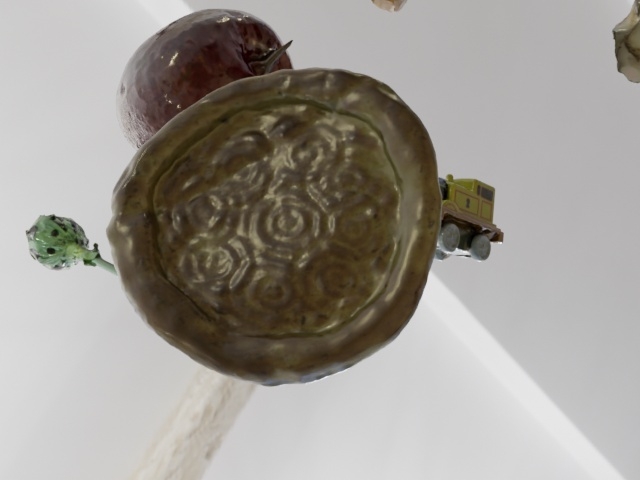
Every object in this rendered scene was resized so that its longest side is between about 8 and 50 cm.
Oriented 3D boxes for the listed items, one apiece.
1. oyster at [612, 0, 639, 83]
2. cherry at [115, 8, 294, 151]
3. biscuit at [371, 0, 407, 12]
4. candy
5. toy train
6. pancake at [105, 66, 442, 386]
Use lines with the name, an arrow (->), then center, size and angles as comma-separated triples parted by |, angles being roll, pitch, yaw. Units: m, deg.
oyster -> 0.566, -0.339, 1.325 | 0.100, 0.271, 0.275 | 27, -136, -54
cherry -> -0.163, -0.201, 1.210 | 0.203, 0.300, 0.230 | 52, -140, -20
biscuit -> 0.123, -0.433, 0.962 | 0.275, 0.052, 0.354 | 61, -132, -69
candy -> -0.331, 0.025, 1.270 | 0.091, 0.306, 0.083 | 42, -106, -42
toy train -> 0.190, -0.037, 1.302 | 0.219, 0.089, 0.127 | 16, -102, -45
pancake -> -0.031, -0.015, 0.643 | 0.031, 0.250, 0.249 | 59, -133, -70
